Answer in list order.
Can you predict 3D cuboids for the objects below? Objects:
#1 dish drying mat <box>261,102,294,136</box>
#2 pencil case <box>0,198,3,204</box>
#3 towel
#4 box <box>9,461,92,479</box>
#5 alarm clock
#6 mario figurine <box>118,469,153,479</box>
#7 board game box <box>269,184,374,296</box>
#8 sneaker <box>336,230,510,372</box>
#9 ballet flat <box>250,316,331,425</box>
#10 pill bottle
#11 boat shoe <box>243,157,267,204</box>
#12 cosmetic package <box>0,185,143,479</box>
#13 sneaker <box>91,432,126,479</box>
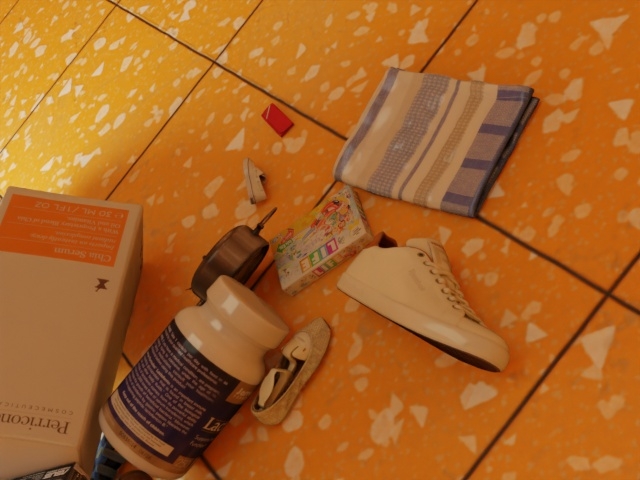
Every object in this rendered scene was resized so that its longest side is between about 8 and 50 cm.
[{"bbox_3d":[-0.075,-0.206,1.608,0.032,0.008,0.083,-46,42,5],"label":"dish drying mat"},{"bbox_3d":[-0.542,0.122,1.654,0.160,0.183,0.410,-16,48,1],"label":"pencil case"},{"bbox_3d":[0.155,-0.150,1.355,0.285,0.034,0.209,20,77,46],"label":"towel"},{"bbox_3d":[-0.464,0.427,1.229,0.307,0.076,0.242,-18,25,21],"label":"box"},{"bbox_3d":[-0.125,0.022,1.400,0.064,0.129,0.192,42,103,6],"label":"alarm clock"},{"bbox_3d":[-0.241,0.428,1.192,0.320,0.170,0.198,-131,47,-55],"label":"mario figurine"},{"bbox_3d":[0.000,0.000,1.389,0.154,0.026,0.103,-35,45,17],"label":"board game box"},{"bbox_3d":[0.136,0.061,1.171,0.290,0.106,0.123,30,86,49],"label":"sneaker"},{"bbox_3d":[-0.040,0.174,1.285,0.057,0.052,0.168,17,74,43],"label":"ballet flat"},{"bbox_3d":[-0.172,0.186,1.307,0.264,0.153,0.153,-51,42,6],"label":"pill bottle"},{"bbox_3d":[-0.105,-0.101,1.549,0.035,0.035,0.100,-13,45,0],"label":"boat shoe"},{"bbox_3d":[-0.422,0.140,1.436,0.230,0.161,0.453,8,48,-4],"label":"cosmetic package"},{"bbox_3d":[-0.324,0.330,1.423,0.059,0.053,0.144,-16,54,30],"label":"sneaker"}]
